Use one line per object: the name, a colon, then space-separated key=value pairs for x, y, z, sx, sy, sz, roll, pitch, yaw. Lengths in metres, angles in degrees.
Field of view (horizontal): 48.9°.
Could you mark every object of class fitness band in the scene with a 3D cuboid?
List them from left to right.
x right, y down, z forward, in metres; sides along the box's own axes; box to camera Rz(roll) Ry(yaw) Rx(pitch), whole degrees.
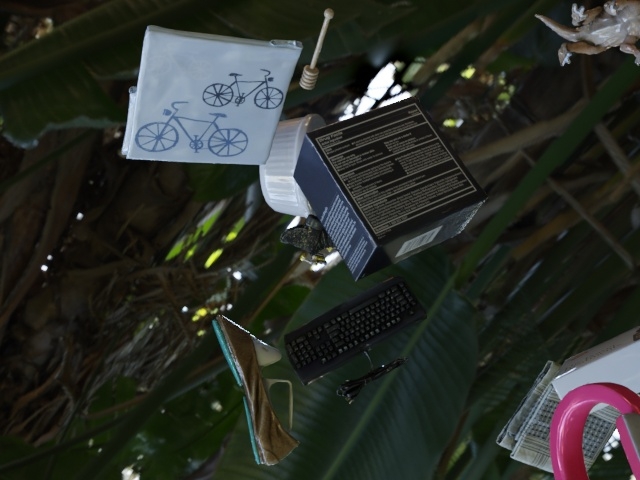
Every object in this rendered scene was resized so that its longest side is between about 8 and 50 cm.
fitness band: x=0.380 y=0.326 z=0.898 sx=0.054 sy=0.209 sz=0.291 roll=0 pitch=-122 yaw=-12

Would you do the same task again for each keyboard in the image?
keyboard: x=0.090 y=0.225 z=1.546 sx=0.202 sy=0.317 sz=0.033 roll=59 pitch=172 yaw=19

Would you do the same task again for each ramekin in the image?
ramekin: x=-0.063 y=-0.189 z=1.823 sx=0.127 sy=0.273 sz=0.273 roll=1 pitch=-155 yaw=16

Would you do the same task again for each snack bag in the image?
snack bag: x=-0.230 y=-0.288 z=1.445 sx=0.322 sy=0.343 sz=0.037 roll=0 pitch=-130 yaw=-21

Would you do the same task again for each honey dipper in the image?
honey dipper: x=-0.006 y=-0.356 z=1.308 sx=0.030 sy=0.161 sz=0.031 roll=11 pitch=-138 yaw=-10

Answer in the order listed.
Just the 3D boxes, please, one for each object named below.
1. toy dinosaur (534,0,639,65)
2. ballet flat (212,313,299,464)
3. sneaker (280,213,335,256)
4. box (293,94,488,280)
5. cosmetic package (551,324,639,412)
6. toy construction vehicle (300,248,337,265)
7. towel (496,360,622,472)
toy dinosaur: x=0.586 y=-0.421 z=1.387 sx=0.295 sy=0.127 sz=0.200 roll=8 pitch=-153 yaw=42
ballet flat: x=-0.129 y=0.312 z=1.540 sx=0.124 sy=0.116 sz=0.343 roll=-18 pitch=-100 yaw=-12
sneaker: x=0.000 y=0.001 z=1.618 sx=0.170 sy=0.089 sz=0.051 roll=27 pitch=-168 yaw=-15
box: x=0.144 y=-0.118 z=1.532 sx=0.296 sy=0.183 sz=0.294 roll=-22 pitch=-110 yaw=-22
cosmetic package: x=0.689 y=0.231 z=1.473 sx=0.098 sy=0.377 sz=0.284 roll=64 pitch=-159 yaw=14
toy construction vehicle: x=0.006 y=0.032 z=1.852 sx=0.098 sy=0.086 sz=0.035 roll=16 pitch=-141 yaw=-36
towel: x=0.718 y=0.539 z=2.066 sx=0.324 sy=0.312 sz=0.056 roll=26 pitch=-167 yaw=-14
